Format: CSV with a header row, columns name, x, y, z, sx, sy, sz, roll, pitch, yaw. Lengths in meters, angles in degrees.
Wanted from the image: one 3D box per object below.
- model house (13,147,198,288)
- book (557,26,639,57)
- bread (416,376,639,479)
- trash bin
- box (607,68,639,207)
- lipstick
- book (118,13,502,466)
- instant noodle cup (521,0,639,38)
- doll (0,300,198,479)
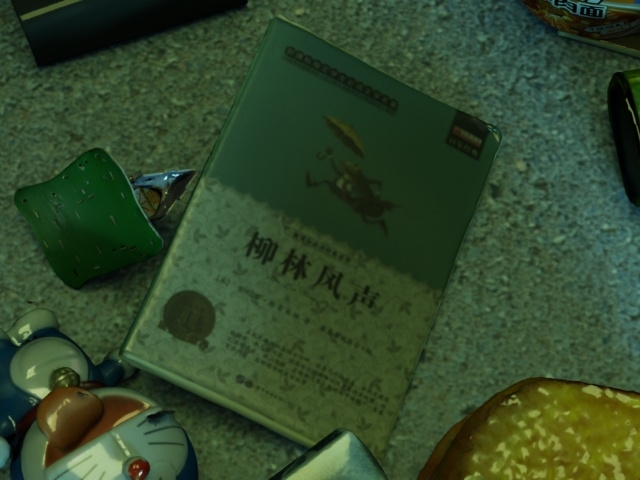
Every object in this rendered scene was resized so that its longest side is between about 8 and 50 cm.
name,x,y,z,sx,sy,sz,roll,pitch,yaw
model house,-0.192,-0.036,1.793,0.088,0.167,0.117,-37,98,-43
book,0.390,-0.314,1.978,0.217,0.021,0.310,16,67,8
bread,0.226,0.257,1.637,0.312,0.172,0.312,1,64,-2
trash bin,-0.208,-0.288,1.921,0.225,0.115,0.165,-22,69,-5
box,0.457,-0.121,1.849,0.345,0.097,0.134,-10,72,-6
lipstick,-0.070,0.274,1.666,0.289,0.077,0.076,-35,90,-11
book,0.000,0.000,1.791,0.264,0.031,0.379,26,67,-10
instant noodle cup,0.282,-0.330,1.870,0.250,0.192,0.250,0,66,0
doll,-0.215,0.166,1.689,0.215,0.161,0.257,-24,62,-40
